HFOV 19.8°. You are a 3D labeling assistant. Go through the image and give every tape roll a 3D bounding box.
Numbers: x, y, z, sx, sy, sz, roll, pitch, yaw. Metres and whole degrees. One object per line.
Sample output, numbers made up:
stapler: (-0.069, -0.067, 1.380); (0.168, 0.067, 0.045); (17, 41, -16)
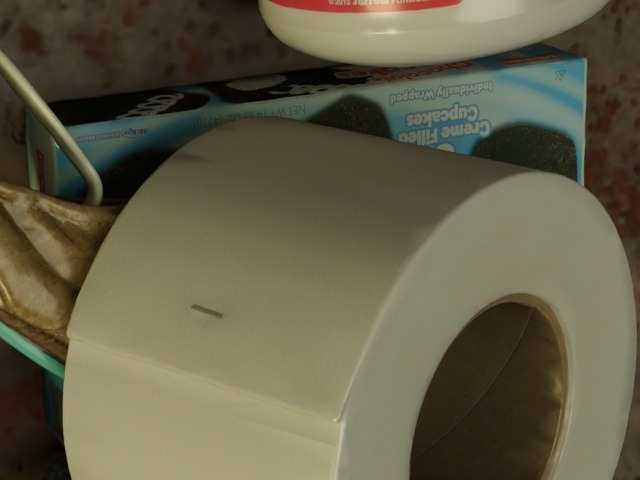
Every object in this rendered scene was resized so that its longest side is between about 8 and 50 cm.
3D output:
tape roll: (0.019, 0.071, 0.887); (0.246, 0.169, 0.246); (-19, 115, -46)

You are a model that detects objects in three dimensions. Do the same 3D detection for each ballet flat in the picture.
ballet flat: (-0.215, -0.062, 0.855); (0.342, 0.116, 0.124); (32, 86, -17)

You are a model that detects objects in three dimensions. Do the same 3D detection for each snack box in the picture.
snack box: (0.000, 0.000, 1.034); (0.322, 0.060, 0.187); (-10, 111, -24)

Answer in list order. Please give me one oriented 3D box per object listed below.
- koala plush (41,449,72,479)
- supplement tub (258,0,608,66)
koala plush: (-0.178, 0.247, 0.965); (0.196, 0.203, 0.221); (4, 116, -27)
supplement tub: (0.045, -0.238, 0.902); (0.191, 0.191, 0.272); (-17, 114, -21)
